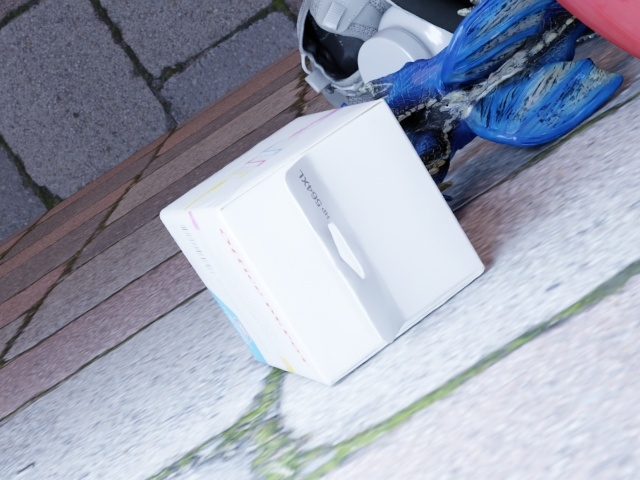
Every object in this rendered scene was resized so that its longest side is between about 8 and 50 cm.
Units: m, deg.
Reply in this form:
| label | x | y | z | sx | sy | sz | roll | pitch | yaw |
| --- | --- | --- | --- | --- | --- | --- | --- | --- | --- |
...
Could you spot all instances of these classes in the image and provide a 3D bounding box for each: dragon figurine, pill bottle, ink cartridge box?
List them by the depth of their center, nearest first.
| label | x | y | z | sx | sy | sz | roll | pitch | yaw |
| --- | --- | --- | --- | --- | --- | --- | --- | --- | --- |
| ink cartridge box | 0.000 | 0.000 | 0.676 | 0.090 | 0.092 | 0.143 | -35 | 11 | -14 |
| dragon figurine | 0.105 | -0.097 | 0.826 | 0.289 | 0.085 | 0.144 | -35 | 10 | -6 |
| pill bottle | 0.102 | -0.167 | 1.186 | 0.152 | 0.086 | 0.086 | -41 | 12 | -34 |

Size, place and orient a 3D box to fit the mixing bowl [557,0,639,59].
| label | x | y | z | sx | sy | sz | roll | pitch | yaw |
| --- | --- | --- | --- | --- | --- | --- | --- | --- | --- |
| mixing bowl | 0.196 | -0.147 | 0.735 | 0.181 | 0.098 | 0.181 | -32 | 10 | 6 |

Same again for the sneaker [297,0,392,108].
| label | x | y | z | sx | sy | sz | roll | pitch | yaw |
| --- | --- | --- | --- | --- | --- | --- | --- | --- | --- |
| sneaker | 0.014 | -0.172 | 1.285 | 0.115 | 0.105 | 0.281 | -60 | -11 | -17 |

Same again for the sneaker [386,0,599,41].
| label | x | y | z | sx | sy | sz | roll | pitch | yaw |
| --- | --- | --- | --- | --- | --- | --- | --- | --- | --- |
| sneaker | 0.196 | -0.236 | 1.115 | 0.447 | 0.257 | 0.169 | -9 | -37 | -25 |
